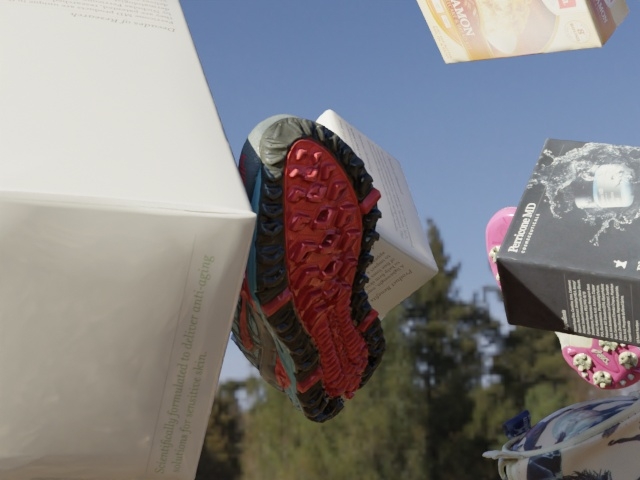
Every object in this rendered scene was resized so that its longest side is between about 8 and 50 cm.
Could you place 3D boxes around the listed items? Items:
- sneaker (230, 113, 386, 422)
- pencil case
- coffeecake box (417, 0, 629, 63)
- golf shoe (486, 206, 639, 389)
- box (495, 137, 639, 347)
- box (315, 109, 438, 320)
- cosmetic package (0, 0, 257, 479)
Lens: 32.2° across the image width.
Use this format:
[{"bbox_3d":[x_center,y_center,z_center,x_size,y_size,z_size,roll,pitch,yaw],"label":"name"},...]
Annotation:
[{"bbox_3d":[-0.037,0.017,0.723,0.125,0.104,0.261,31,-33,28],"label":"sneaker"},{"bbox_3d":[0.310,0.373,1.154,0.184,0.410,0.160,-17,0,-1],"label":"pencil case"},{"bbox_3d":[0.183,-0.254,1.072,0.185,0.068,0.142,2,-49,45],"label":"coffeecake box"},{"bbox_3d":[0.347,0.066,1.558,0.115,0.306,0.140,-33,10,37],"label":"golf shoe"},{"bbox_3d":[0.253,0.001,0.959,0.158,0.156,0.093,8,-40,27],"label":"box"},{"bbox_3d":[0.000,0.000,1.136,0.181,0.182,0.119,-39,-51,22],"label":"box"},{"bbox_3d":[-0.163,-0.041,0.699,0.155,0.365,0.197,3,-56,-20],"label":"cosmetic package"}]
